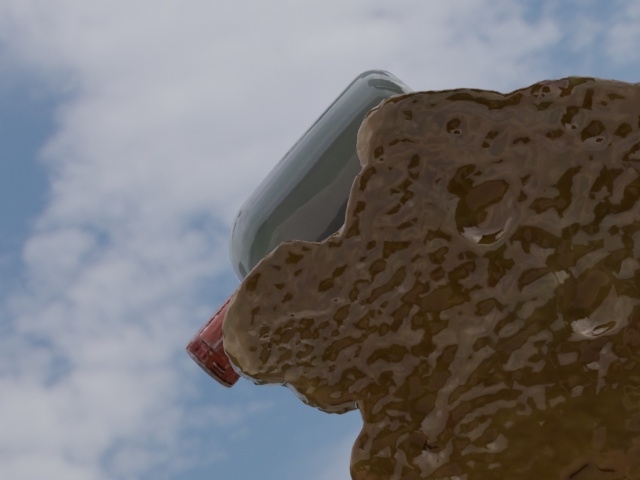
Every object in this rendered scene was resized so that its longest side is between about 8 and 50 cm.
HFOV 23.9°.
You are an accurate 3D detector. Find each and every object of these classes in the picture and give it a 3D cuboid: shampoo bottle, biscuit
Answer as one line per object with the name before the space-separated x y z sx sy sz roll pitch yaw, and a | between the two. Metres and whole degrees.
shampoo bottle | 0.000 0.000 0.970 0.221 0.108 0.051 -49 4 0
biscuit | 0.135 0.042 0.822 0.376 0.269 0.051 -2 -19 4
